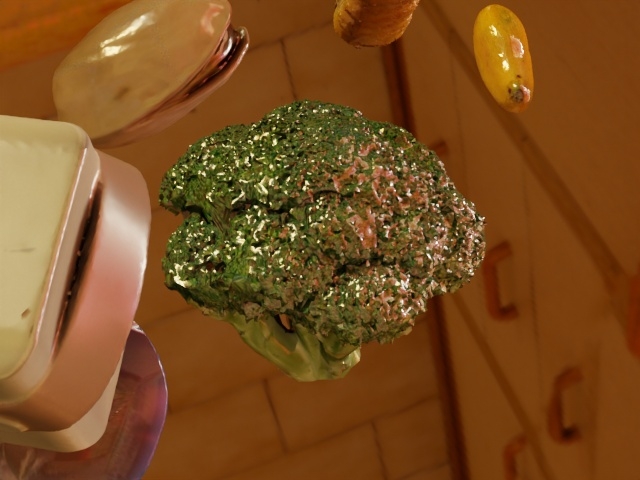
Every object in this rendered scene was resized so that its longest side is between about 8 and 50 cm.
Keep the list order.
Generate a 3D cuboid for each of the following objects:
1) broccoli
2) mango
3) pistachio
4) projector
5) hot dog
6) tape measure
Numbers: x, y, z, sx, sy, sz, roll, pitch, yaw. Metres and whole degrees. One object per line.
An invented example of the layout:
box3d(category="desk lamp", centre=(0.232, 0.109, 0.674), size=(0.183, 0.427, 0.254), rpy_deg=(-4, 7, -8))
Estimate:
box3d(category="broccoli", centre=(0.000, 0.000, 1.199), size=(0.307, 0.308, 0.275), rpy_deg=(-17, 132, -8))
box3d(category="mango", centre=(0.257, -0.250, 1.808), size=(0.075, 0.190, 0.098), rpy_deg=(-16, 145, 4))
box3d(category="pistachio", centre=(-0.190, -0.185, 1.430), size=(0.238, 0.153, 0.138), rpy_deg=(-33, 142, 8))
box3d(category="projector", centre=(-0.214, 0.024, 0.758), size=(0.242, 0.163, 0.177), rpy_deg=(6, 158, 7))
box3d(category="hot dog", centre=(0.075, -0.260, 1.131), size=(0.083, 0.068, 0.289), rpy_deg=(14, 148, -8))
box3d(category="tape measure", centre=(-0.303, 0.173, 1.427), size=(0.262, 0.138, 0.259), rpy_deg=(26, 73, -27))
